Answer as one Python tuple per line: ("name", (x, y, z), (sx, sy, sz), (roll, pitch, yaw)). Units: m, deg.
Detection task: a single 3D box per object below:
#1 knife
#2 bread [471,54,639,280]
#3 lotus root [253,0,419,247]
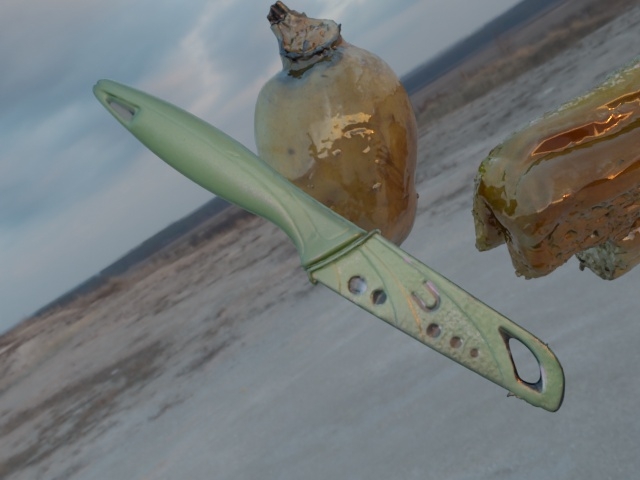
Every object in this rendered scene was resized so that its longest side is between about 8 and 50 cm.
("knife", (0.000, 0.000, 0.376), (0.043, 0.293, 0.020), (-58, -5, -1))
("bread", (0.290, -0.083, 0.583), (0.380, 0.109, 0.185), (-31, -36, -8))
("lotus root", (0.012, -0.083, 0.573), (0.125, 0.221, 0.118), (-17, 10, -39))
